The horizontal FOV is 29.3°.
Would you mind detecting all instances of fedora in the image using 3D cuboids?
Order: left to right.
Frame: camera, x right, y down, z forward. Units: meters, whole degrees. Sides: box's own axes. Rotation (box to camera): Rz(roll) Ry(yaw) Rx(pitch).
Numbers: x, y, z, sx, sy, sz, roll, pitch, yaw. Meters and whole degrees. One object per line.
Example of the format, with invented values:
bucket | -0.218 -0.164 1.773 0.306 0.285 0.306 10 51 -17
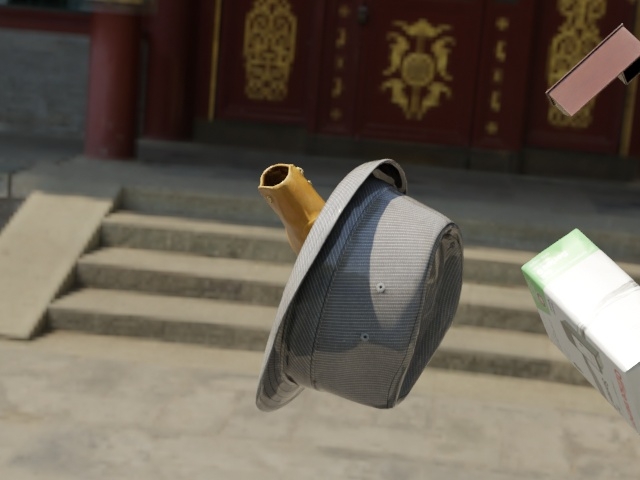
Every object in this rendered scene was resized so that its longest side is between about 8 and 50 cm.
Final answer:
fedora | 0.055 0.065 1.185 0.124 0.275 0.244 23 7 19

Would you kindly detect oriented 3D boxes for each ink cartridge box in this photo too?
ink cartridge box | 0.466 0.151 1.945 0.121 0.211 0.289 -33 41 -4

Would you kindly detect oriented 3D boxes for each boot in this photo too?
boot | 0.001 -0.001 1.791 0.104 0.211 0.295 -38 25 -5

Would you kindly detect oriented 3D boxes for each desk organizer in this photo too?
desk organizer | 0.359 -0.210 1.574 0.050 0.130 0.047 51 7 27
